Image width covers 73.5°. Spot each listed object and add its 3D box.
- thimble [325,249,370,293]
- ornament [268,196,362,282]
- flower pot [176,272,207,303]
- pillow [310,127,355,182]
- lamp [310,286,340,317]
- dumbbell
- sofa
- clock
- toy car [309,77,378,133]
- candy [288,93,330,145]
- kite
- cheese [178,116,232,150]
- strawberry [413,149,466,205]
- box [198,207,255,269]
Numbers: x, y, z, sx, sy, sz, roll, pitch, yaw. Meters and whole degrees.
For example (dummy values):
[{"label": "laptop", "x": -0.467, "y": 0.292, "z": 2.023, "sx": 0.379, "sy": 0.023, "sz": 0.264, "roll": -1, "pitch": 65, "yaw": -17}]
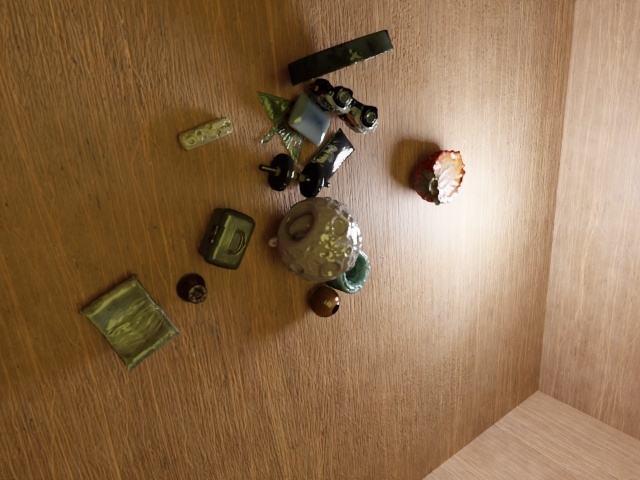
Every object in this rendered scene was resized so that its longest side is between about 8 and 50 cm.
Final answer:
[{"label": "thimble", "x": 0.105, "y": 0.111, "z": 1.882, "sx": 0.198, "sy": 0.143, "sz": 0.235, "roll": -26, "pitch": 119, "yaw": -38}, {"label": "ornament", "x": 0.000, "y": 0.000, "z": 1.671, "sx": 0.337, "sy": 0.337, "sz": 0.337, "roll": -10, "pitch": 108, "yaw": -34}, {"label": "flower pot", "x": -0.451, "y": 0.181, "z": 1.540, "sx": 0.111, "sy": 0.089, "sz": 0.111, "roll": -10, "pitch": 107, "yaw": -34}, {"label": "pillow", "x": 0.052, "y": -0.354, "z": 1.788, "sx": 0.208, "sy": 0.055, "sz": 0.141, "roll": -51, "pitch": 134, "yaw": -12}, {"label": "lamp", "x": 0.019, "y": 0.270, "z": 1.881, "sx": 0.136, "sy": 0.136, "sz": 0.136, "roll": -10, "pitch": 108, "yaw": -34}, {"label": "dumbbell", "x": -0.093, "y": -0.247, "z": 1.653, "sx": 0.325, "sy": 0.143, "sz": 0.143, "roll": 9, "pitch": 97, "yaw": -37}, {"label": "sofa", "x": -0.616, "y": 0.261, "z": 1.388, "sx": 0.210, "sy": 0.176, "sz": 0.225, "roll": -36, "pitch": 121, "yaw": -23}, {"label": "clock", "x": 0.066, "y": -0.646, "z": 1.516, "sx": 0.386, "sy": 0.386, "sz": 0.077, "roll": -31, "pitch": 113, "yaw": -26}, {"label": "toy car", "x": 0.085, "y": -0.530, "z": 1.686, "sx": 0.301, "sy": 0.193, "sz": 0.118, "roll": 21, "pitch": 104, "yaw": -37}, {"label": "candy", "x": -0.042, "y": -0.466, "z": 1.664, "sx": 0.174, "sy": 0.071, "sz": 0.138, "roll": 29, "pitch": 78, "yaw": -40}, {"label": "kite", "x": -0.131, "y": -0.448, "z": 1.654, "sx": 0.267, "sy": 0.013, "sz": 0.323, "roll": -41, "pitch": 122, "yaw": -21}, {"label": "cheese", "x": -0.392, "y": -0.367, "z": 1.467, "sx": 0.194, "sy": 0.043, "sz": 0.065, "roll": -30, "pitch": 119, "yaw": -26}, {"label": "strawberry", "x": 0.591, "y": -0.326, "z": 2.139, "sx": 0.336, "sy": 0.149, "sz": 0.265, "roll": -39, "pitch": 116, "yaw": -33}, {"label": "box", "x": -0.338, "y": -0.009, "z": 1.547, "sx": 0.148, "sy": 0.129, "sz": 0.210, "roll": 22, "pitch": 88, "yaw": -37}]
